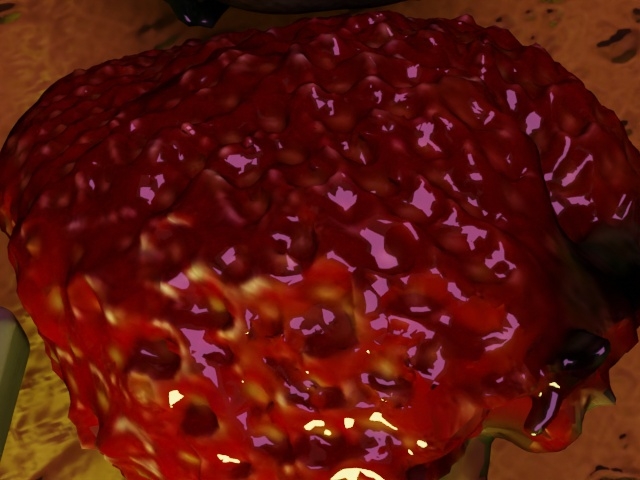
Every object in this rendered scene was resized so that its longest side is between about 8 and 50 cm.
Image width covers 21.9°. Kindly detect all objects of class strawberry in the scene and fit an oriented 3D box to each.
[{"bbox_3d":[-0.003,0.003,0.677,0.261,0.261,0.257,-39,92,-14],"label":"strawberry"}]

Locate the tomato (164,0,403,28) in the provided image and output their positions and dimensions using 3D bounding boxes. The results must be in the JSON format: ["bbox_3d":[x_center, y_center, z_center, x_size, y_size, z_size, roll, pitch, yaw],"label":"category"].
[{"bbox_3d":[-0.005,-0.255,0.699,0.303,0.239,0.303,7,63,-15],"label":"tomato"}]

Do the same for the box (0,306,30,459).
[{"bbox_3d":[-0.179,0.145,0.689,0.055,0.103,0.244,13,77,-2],"label":"box"}]
